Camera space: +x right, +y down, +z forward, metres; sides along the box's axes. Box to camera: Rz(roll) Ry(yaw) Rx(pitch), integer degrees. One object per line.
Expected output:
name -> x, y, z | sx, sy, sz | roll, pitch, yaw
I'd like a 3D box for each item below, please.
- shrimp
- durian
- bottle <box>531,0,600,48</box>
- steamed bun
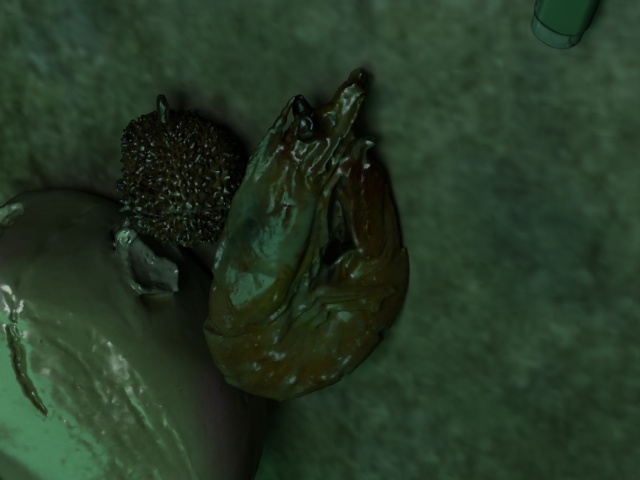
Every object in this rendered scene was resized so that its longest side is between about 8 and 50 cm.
shrimp -> 0.000, -0.001, 1.079 | 0.051, 0.115, 0.217 | -125, 40, -49
durian -> -0.080, -0.038, 1.089 | 0.080, 0.080, 0.091 | 3, 116, 30
bottle -> 0.124, -0.130, 0.921 | 0.030, 0.030, 0.083 | 27, 135, 10
steamed bun -> -0.116, 0.078, 1.151 | 0.153, 0.170, 0.238 | -37, 102, 24
